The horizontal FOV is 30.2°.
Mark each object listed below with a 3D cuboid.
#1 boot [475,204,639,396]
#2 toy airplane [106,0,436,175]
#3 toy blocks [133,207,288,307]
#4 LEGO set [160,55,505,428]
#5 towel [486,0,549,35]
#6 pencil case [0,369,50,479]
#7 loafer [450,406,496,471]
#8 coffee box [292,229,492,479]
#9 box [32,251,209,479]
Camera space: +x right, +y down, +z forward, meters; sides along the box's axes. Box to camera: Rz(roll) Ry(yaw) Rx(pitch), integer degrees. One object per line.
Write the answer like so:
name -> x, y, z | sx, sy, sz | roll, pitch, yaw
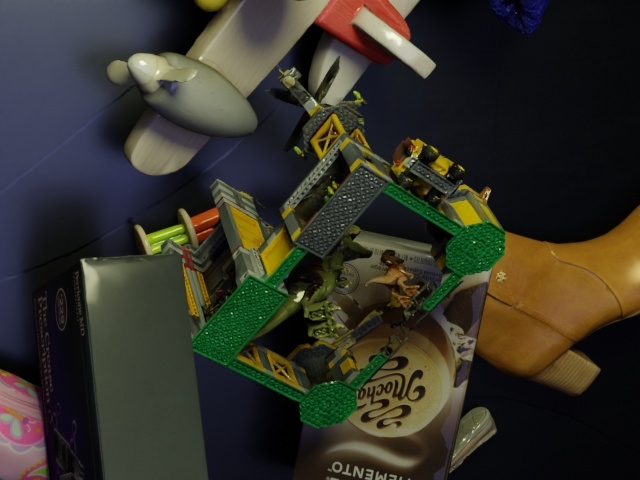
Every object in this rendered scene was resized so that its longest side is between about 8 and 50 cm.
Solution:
boot -> 0.287, 0.029, 1.390 | 0.211, 0.104, 0.295 | 30, 93, -23
toy airplane -> -0.028, -0.266, 1.124 | 0.384, 0.272, 0.386 | -11, 112, -13
toy blocks -> -0.113, 0.018, 1.270 | 0.148, 0.054, 0.123 | -19, 104, -17
LEGO set -> 0.000, 0.000, 1.160 | 0.255, 0.192, 0.331 | 21, 116, -30
towel -> 0.235, -0.394, 1.207 | 0.228, 0.076, 0.308 | 53, 55, -47
pencil case -> -0.312, 0.188, 1.191 | 0.284, 0.124, 0.124 | 27, 90, -21
loafer -> 0.163, 0.255, 1.422 | 0.125, 0.045, 0.039 | -41, 117, -11
coffee box -> 0.078, 0.150, 1.298 | 0.168, 0.119, 0.297 | 11, 97, 7
box -> -0.188, 0.157, 1.095 | 0.103, 0.184, 0.261 | -3, 79, -30
